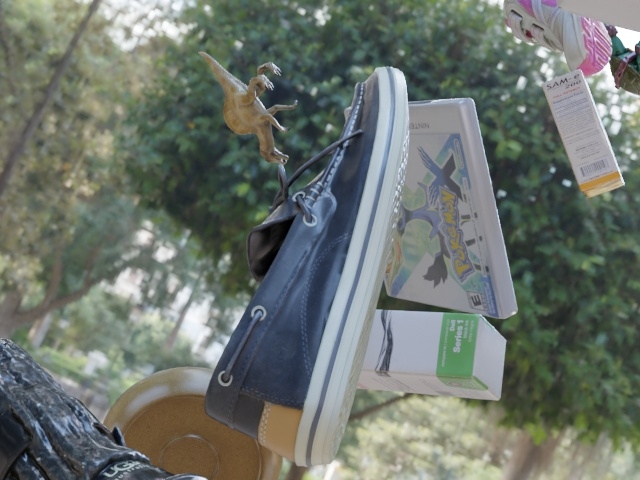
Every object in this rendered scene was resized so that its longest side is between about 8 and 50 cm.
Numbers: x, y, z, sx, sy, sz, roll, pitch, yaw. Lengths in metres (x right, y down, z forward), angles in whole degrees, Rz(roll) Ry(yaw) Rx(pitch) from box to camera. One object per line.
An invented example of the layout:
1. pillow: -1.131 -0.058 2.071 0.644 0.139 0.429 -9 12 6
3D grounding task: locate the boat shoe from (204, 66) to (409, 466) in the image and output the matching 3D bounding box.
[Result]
1. boat shoe: 0.000 0.000 1.183 0.156 0.500 0.187 12 -30 9

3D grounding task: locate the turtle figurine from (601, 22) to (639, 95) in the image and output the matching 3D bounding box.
1. turtle figurine: 0.541 -0.307 1.823 0.234 0.118 0.175 45 -16 23

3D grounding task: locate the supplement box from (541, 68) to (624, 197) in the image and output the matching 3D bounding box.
1. supplement box: 0.223 -0.089 0.914 0.036 0.098 0.062 -20 -10 16

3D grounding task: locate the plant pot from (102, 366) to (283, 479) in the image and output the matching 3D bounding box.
1. plant pot: -0.165 0.276 1.356 0.236 0.236 0.032 26 13 -8

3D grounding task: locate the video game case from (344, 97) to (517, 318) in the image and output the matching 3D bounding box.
1. video game case: 0.164 -0.053 1.664 0.300 0.036 0.329 8 -64 58

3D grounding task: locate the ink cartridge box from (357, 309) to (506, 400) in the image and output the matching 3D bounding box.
1. ink cartridge box: 0.128 0.156 1.482 0.219 0.093 0.160 2 -17 23

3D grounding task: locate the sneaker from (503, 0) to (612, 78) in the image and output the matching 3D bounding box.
1. sneaker: 0.314 -0.303 1.473 0.111 0.252 0.103 -31 -46 21

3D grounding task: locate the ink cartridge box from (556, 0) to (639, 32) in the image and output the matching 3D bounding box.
1. ink cartridge box: 0.342 -0.398 1.137 0.117 0.278 0.201 11 -26 -20

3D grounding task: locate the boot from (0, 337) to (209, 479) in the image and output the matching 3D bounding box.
1. boot: -0.178 0.259 0.753 0.260 0.348 0.131 21 21 35

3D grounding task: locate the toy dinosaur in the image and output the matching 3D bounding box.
1. toy dinosaur: -0.090 -0.177 1.331 0.183 0.092 0.053 56 31 2
